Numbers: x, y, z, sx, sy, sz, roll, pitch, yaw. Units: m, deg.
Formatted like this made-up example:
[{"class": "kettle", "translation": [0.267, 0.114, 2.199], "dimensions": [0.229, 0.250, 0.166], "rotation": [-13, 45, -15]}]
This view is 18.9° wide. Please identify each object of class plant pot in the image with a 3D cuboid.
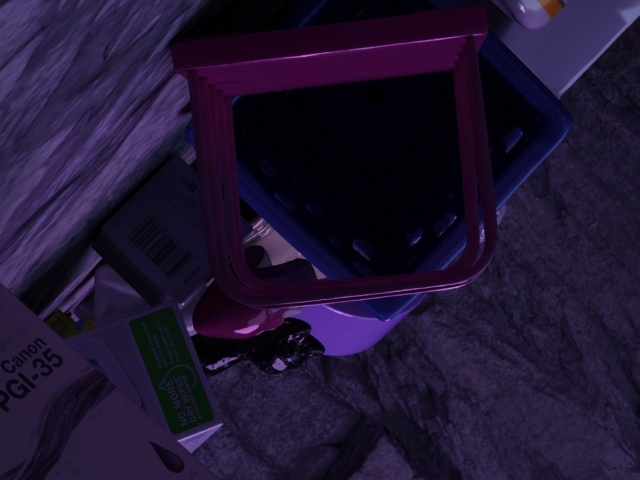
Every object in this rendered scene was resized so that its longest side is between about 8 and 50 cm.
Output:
[{"class": "plant pot", "translation": [0.049, -0.107, 1.617], "dimensions": [0.236, 0.236, 0.212], "rotation": [-46, -174, 9]}]

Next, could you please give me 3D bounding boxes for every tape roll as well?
[{"class": "tape roll", "translation": [0.000, 0.000, 2.314], "dimensions": [0.090, 0.275, 0.275], "rotation": [-45, 180, 41]}]

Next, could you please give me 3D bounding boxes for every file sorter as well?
[{"class": "file sorter", "translation": [0.019, -0.051, 1.356], "dimensions": [0.202, 0.182, 0.290], "rotation": [-6, -179, 2]}]

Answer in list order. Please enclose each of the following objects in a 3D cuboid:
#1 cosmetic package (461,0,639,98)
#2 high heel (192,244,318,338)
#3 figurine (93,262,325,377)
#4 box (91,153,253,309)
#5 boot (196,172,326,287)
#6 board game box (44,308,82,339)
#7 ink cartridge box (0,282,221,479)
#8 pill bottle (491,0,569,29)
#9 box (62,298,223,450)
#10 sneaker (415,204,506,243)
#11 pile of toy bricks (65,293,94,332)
[{"class": "cosmetic package", "translation": [0.237, -0.297, 1.904], "dimensions": [0.284, 0.097, 0.377], "rotation": [-48, -160, 3]}, {"class": "high heel", "translation": [-0.085, 0.059, 1.743], "dimensions": [0.117, 0.082, 0.244], "rotation": [-19, -173, -16]}, {"class": "figurine", "translation": [-0.113, 0.085, 1.995], "dimensions": [0.215, 0.209, 0.092], "rotation": [65, 26, -68]}, {"class": "box", "translation": [-0.133, -0.001, 1.715], "dimensions": [0.102, 0.101, 0.087], "rotation": [-46, 180, -19]}, {"class": "boot", "translation": [-0.124, -0.001, 2.004], "dimensions": [0.262, 0.095, 0.203], "rotation": [-7, 165, 25]}, {"class": "board game box", "translation": [-0.234, 0.167, 1.931], "dimensions": [0.092, 0.181, 0.043], "rotation": [-45, 179, -33]}, {"class": "ink cartridge box", "translation": [-0.199, 0.183, 1.248], "dimensions": [0.117, 0.283, 0.207], "rotation": [-51, 176, 38]}, {"class": "pill bottle", "translation": [0.223, -0.330, 1.652], "dimensions": [0.278, 0.162, 0.162], "rotation": [-47, 179, 5]}, {"class": "box", "translation": [-0.229, 0.171, 1.724], "dimensions": [0.231, 0.127, 0.262], "rotation": [-20, 172, -14]}, {"class": "sneaker", "translation": [0.082, -0.126, 1.889], "dimensions": [0.366, 0.137, 0.210], "rotation": [20, -110, 52]}, {"class": "pile of toy bricks", "translation": [-0.268, 0.150, 2.065], "dimensions": [0.118, 0.105, 0.212], "rotation": [-46, 179, 25]}]
